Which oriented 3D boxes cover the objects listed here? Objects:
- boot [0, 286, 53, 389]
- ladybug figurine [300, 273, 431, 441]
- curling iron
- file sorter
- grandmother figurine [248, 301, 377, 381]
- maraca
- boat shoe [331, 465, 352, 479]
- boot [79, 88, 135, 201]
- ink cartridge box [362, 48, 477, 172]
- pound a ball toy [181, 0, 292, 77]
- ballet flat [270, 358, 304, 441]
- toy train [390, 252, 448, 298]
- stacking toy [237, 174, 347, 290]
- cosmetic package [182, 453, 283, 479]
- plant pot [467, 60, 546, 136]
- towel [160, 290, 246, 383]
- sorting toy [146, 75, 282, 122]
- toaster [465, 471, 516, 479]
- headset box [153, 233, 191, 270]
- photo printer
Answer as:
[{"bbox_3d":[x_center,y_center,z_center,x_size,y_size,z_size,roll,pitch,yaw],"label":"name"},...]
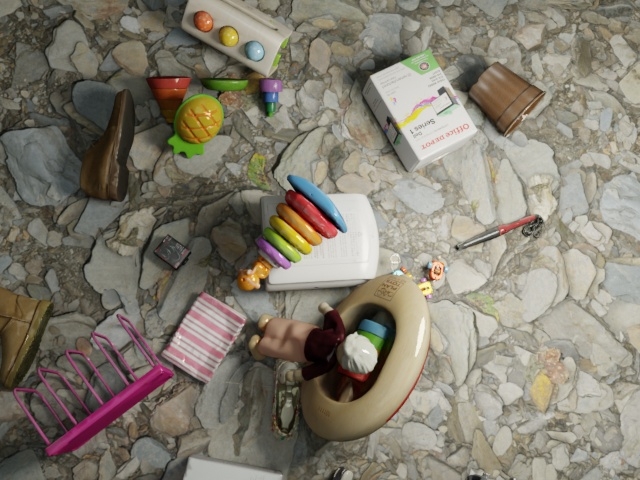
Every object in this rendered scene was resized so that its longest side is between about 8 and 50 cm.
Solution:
[{"bbox_3d":[-0.816,0.212,1.518,0.270,0.089,0.236,17,66,-4],"label":"boot"},{"bbox_3d":[0.129,0.290,1.552,0.162,0.305,0.449,43,73,-42],"label":"ladybug figurine"},{"bbox_3d":[0.513,-0.016,1.772,0.274,0.035,0.068,-14,80,-11],"label":"curling iron"},{"bbox_3d":[-0.527,0.330,1.472,0.291,0.202,0.182,-37,82,-13],"label":"file sorter"},{"bbox_3d":[-0.012,0.248,1.509,0.343,0.104,0.207,7,74,40],"label":"grandmother figurine"},{"bbox_3d":[-0.330,-0.301,1.665,0.127,0.099,0.185,18,116,-32],"label":"maraca"},{"bbox_3d":[0.034,0.624,1.567,0.046,0.038,0.125,36,78,-42],"label":"boat shoe"},{"bbox_3d":[-0.556,-0.256,1.646,0.115,0.112,0.305,6,79,4],"label":"boot"},{"bbox_3d":[0.278,-0.362,1.771,0.202,0.117,0.278,-28,84,-13],"label":"ink cartridge box"},{"bbox_3d":[-0.237,-0.607,1.690,0.319,0.208,0.135,30,39,-2],"label":"pound a ball toy"},{"bbox_3d":[-0.078,0.382,1.584,0.091,0.077,0.240,3,77,-6],"label":"ballet flat"},{"bbox_3d":[0.259,0.095,1.710,0.167,0.046,0.125,11,75,-9],"label":"toy train"},{"bbox_3d":[-0.090,0.008,1.525,0.175,0.166,0.302,41,86,18],"label":"stacking toy"},{"bbox_3d":[-0.216,0.596,1.516,0.231,0.085,0.117,13,76,-3],"label":"cosmetic package"},{"bbox_3d":[0.526,-0.414,1.802,0.167,0.167,0.165,-42,79,-14],"label":"plant pot"},{"bbox_3d":[-0.297,0.246,1.607,0.144,0.029,0.197,31,76,0],"label":"towel"},{"bbox_3d":[-0.287,-0.383,1.724,0.366,0.127,0.126,-1,107,-11],"label":"sorting toy"},{"bbox_3d":[0.437,0.700,1.561,0.147,0.129,0.226,12,75,-7],"label":"toaster"},{"bbox_3d":[-0.382,0.034,1.639,0.083,0.032,0.062,37,76,3],"label":"headset box"},{"bbox_3d":[0.000,0.000,1.660,0.308,0.107,0.255,-4,78,-9],"label":"photo printer"}]
